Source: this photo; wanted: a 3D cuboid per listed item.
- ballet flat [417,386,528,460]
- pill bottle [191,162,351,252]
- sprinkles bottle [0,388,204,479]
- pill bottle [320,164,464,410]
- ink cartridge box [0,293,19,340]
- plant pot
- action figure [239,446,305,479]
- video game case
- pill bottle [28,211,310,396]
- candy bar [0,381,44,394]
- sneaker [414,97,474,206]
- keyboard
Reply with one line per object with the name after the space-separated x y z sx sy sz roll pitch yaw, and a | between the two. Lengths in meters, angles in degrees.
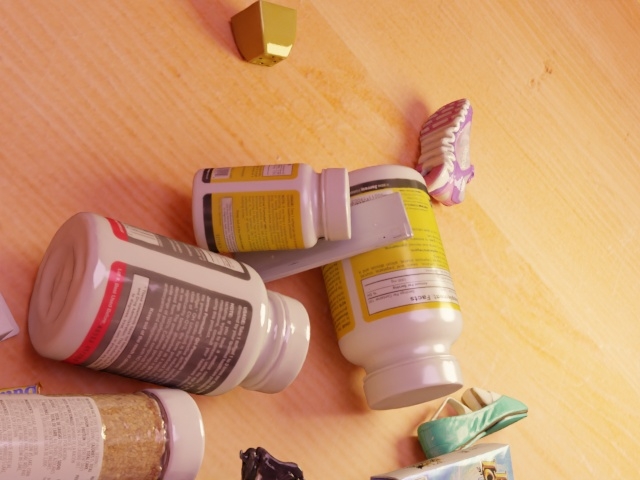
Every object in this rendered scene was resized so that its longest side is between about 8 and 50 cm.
0.239 0.276 1.539 0.247 0.083 0.087 -15 69 -46 | ballet flat
-0.065 -0.045 1.347 0.209 0.119 0.119 -2 60 4 | pill bottle
-0.302 0.222 1.053 0.355 0.121 0.121 6 63 -40 | sprinkles bottle
0.102 0.072 1.454 0.188 0.188 0.333 5 65 -40 | pill bottle
-0.416 0.081 1.075 0.180 0.060 0.104 -26 85 -47 | ink cartridge box
-0.089 -0.331 1.594 0.081 0.081 0.083 4 75 -41 | plant pot
-0.131 0.349 1.094 0.276 0.164 0.141 -33 94 -39 | action figure
0.190 0.439 1.368 0.244 0.061 0.269 -4 85 -44 | video game case
-0.176 0.092 1.201 0.319 0.176 0.176 20 55 -32 | pill bottle
-0.379 0.181 1.083 0.162 0.018 0.040 0 67 -41 | candy bar
0.239 -0.155 1.783 0.104 0.095 0.236 40 51 -27 | sneaker
0.000 0.000 1.391 0.014 0.256 0.072 61 13 -64 | keyboard
